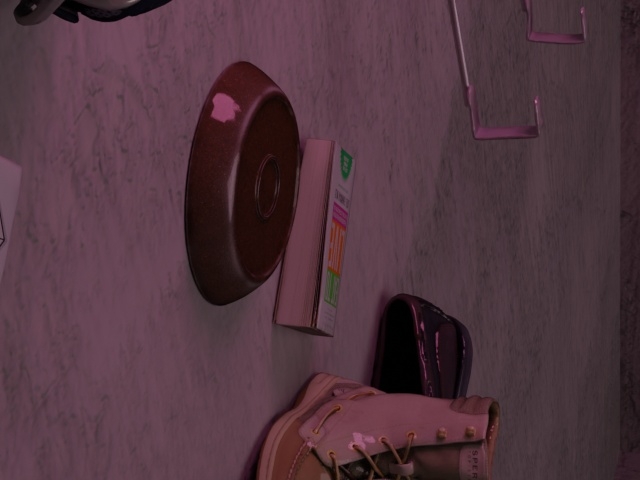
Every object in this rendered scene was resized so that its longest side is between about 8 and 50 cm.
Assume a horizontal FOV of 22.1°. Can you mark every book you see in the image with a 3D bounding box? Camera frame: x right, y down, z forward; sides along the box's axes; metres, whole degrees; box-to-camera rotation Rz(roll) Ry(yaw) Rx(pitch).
[{"bbox_3d":[0.000,0.000,1.286,0.096,0.035,0.144,31,65,-75],"label":"book"}]

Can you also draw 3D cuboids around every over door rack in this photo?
[{"bbox_3d":[0.106,-0.259,1.342,0.324,0.108,0.239,66,28,-20],"label":"over door rack"}]

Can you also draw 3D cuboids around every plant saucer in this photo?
[{"bbox_3d":[-0.047,-0.037,1.121,0.168,0.029,0.168,7,90,-74],"label":"plant saucer"}]

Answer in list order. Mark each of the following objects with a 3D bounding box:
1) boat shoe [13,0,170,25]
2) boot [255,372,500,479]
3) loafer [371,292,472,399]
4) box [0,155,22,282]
[{"bbox_3d":[-0.116,-0.143,0.687,0.340,0.127,0.158,-62,145,-51],"label":"boat shoe"},{"bbox_3d":[0.048,0.173,1.266,0.213,0.165,0.077,-53,144,-61],"label":"boot"},{"bbox_3d":[0.070,0.192,1.496,0.095,0.109,0.302,42,48,-46],"label":"loafer"},{"bbox_3d":[-0.188,-0.022,0.379,0.114,0.207,0.036,33,65,-71],"label":"box"}]
